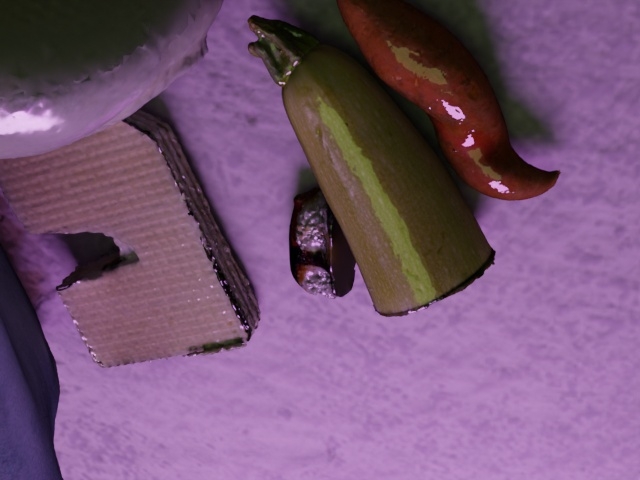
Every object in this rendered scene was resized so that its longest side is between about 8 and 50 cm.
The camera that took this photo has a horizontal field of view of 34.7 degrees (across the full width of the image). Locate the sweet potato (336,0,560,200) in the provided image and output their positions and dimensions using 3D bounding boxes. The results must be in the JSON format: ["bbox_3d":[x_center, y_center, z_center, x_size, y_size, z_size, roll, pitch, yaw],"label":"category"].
[{"bbox_3d":[0.078,-0.098,0.662,0.055,0.058,0.202,-40,105,8],"label":"sweet potato"}]

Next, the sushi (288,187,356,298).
[{"bbox_3d":[0.000,0.000,0.755,0.046,0.044,0.083,16,123,30],"label":"sushi"}]

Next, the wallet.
[{"bbox_3d":[-0.237,0.028,0.693,0.054,0.290,0.251,-17,116,-9],"label":"wallet"}]

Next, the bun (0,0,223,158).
[{"bbox_3d":[-0.207,-0.178,0.589,0.293,0.293,0.187,45,154,-14],"label":"bun"}]

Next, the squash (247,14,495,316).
[{"bbox_3d":[0.021,-0.057,0.683,0.094,0.094,0.224,-27,105,26],"label":"squash"}]

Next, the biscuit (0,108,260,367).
[{"bbox_3d":[-0.155,-0.015,0.771,0.147,0.046,0.249,-14,116,22],"label":"biscuit"}]
